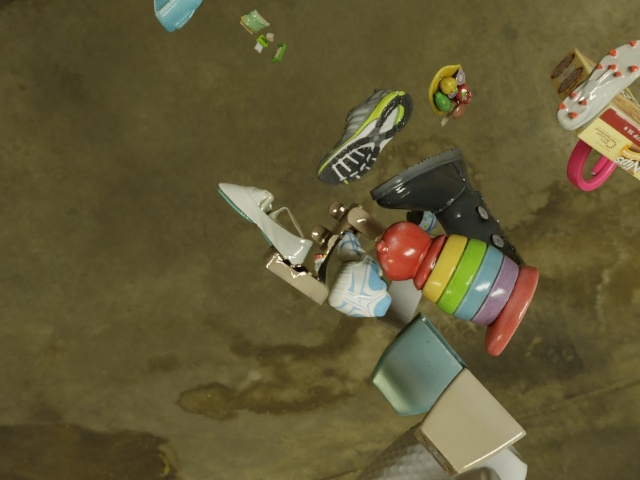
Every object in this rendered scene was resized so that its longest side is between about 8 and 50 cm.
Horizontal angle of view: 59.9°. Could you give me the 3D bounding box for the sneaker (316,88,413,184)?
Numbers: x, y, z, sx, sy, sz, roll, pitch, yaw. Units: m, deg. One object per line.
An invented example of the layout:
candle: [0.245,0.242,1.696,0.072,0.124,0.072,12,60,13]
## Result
sneaker: [0.098,-0.263,1.403,0.300,0.121,0.111,-45,132,-2]

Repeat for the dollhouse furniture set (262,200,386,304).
dollhouse furniture set: [0.000,0.000,1.313,0.161,0.212,0.242,36,91,-13]

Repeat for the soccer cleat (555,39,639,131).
soccer cleat: [0.502,-0.275,0.989,0.196,0.068,0.076,-42,156,13]

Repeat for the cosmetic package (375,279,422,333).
cosmetic package: [0.310,0.223,2.104,0.127,0.238,0.107,24,164,13]

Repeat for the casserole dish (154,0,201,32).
casserole dish: [-0.248,-0.447,0.962,0.114,0.188,0.037,-28,146,32]

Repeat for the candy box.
candy box: [0.623,-0.285,1.216,0.183,0.316,0.087,30,128,-15]

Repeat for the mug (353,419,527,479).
mug: [0.265,0.533,1.155,0.276,0.374,0.328,44,93,-1]

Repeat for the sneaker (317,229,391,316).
sneaker: [0.049,0.050,0.816,0.086,0.237,0.085,28,104,-11]

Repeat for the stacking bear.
stacking bear: [0.242,0.061,1.061,0.289,0.175,0.164,26,126,9]

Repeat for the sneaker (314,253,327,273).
sneaker: [0.077,0.108,2.190,0.225,0.088,0.092,8,87,-19]

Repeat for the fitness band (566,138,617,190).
fitness band: [0.858,-0.290,1.694,0.209,0.054,0.290,22,102,-43]

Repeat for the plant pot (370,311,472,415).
plant pot: [0.298,0.403,1.744,0.252,0.247,0.248,-40,81,7]

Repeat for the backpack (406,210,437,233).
backpack: [0.363,-0.072,1.977,0.084,0.114,0.105,24,131,-16]

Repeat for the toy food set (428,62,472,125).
toy food set: [0.382,-0.404,1.569,0.128,0.071,0.218,-48,149,2]

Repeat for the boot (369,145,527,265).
boot: [0.357,-0.001,1.442,0.146,0.367,0.445,-28,89,51]

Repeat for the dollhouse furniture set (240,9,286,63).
dollhouse furniture set: [-0.172,-0.592,1.627,0.076,0.058,0.152,-1,152,46]

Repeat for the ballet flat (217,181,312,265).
ballet flat: [-0.175,-0.085,1.860,0.400,0.139,0.139,46,123,14]

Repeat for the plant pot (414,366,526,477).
plant pot: [0.187,0.252,0.743,0.096,0.109,0.109,-35,157,-14]

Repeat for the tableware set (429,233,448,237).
tableware set: [0.310,0.027,1.758,0.194,0.039,0.128,8,143,-18]
